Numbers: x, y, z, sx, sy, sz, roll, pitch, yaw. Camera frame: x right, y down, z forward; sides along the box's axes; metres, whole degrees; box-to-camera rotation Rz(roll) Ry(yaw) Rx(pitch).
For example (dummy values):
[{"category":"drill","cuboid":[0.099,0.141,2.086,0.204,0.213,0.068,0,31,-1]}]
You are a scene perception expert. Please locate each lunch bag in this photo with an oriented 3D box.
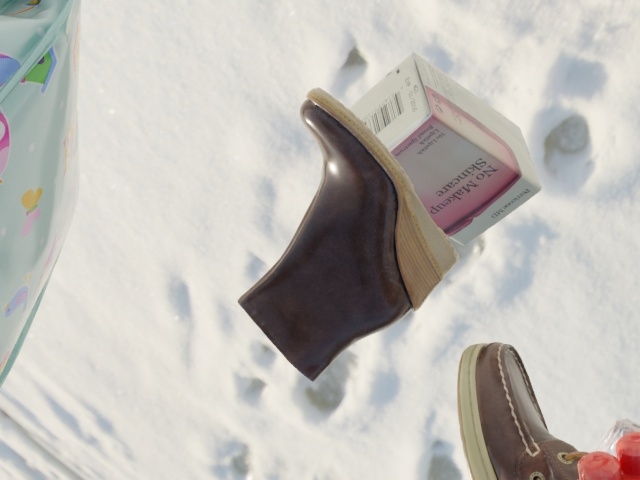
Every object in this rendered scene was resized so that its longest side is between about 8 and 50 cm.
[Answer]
[{"category":"lunch bag","cuboid":[-0.219,-0.048,0.559,0.160,0.262,0.223,18,143,4]}]

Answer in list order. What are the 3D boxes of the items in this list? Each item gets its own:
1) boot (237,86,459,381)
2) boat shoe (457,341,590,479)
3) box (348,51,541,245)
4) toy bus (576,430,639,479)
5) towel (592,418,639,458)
[{"category":"boot","cuboid":[0.000,0.000,0.960,0.248,0.207,0.090,53,180,-20]},{"category":"boat shoe","cuboid":[0.214,0.232,0.828,0.123,0.342,0.123,-27,144,22]},{"category":"box","cuboid":[0.160,-0.117,1.311,0.232,0.127,0.148,27,128,-35]},{"category":"toy bus","cuboid":[0.234,0.216,0.623,0.149,0.220,0.212,25,129,63]},{"category":"towel","cuboid":[0.516,0.403,1.367,0.331,0.053,0.317,25,142,11]}]
